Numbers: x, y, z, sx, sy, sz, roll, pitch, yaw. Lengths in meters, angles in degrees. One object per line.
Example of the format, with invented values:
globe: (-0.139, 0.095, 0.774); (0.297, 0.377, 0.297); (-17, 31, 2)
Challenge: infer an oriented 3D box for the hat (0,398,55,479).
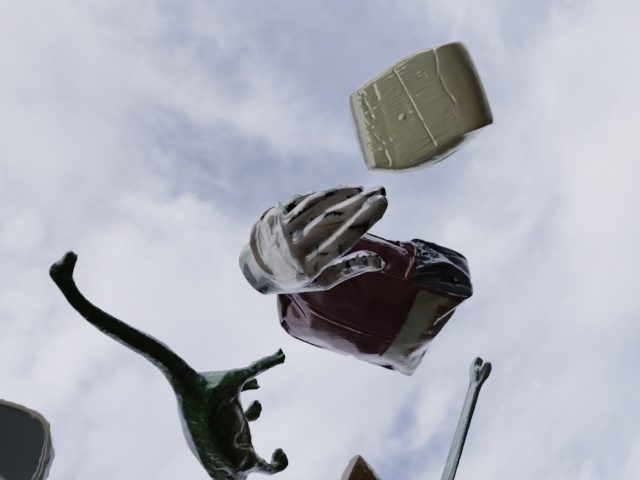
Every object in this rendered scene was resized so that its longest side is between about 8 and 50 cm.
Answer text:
hat: (-0.377, 0.235, 0.574); (0.161, 0.275, 0.232); (-39, -32, 9)

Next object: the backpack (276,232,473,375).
backpack: (0.078, 0.100, 1.148); (0.318, 0.197, 0.283); (16, -57, -11)

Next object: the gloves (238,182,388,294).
gloves: (-0.007, -0.001, 0.783); (0.111, 0.212, 0.127); (-2, -113, -42)

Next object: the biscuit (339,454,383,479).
biscuit: (0.087, 0.559, 1.178); (0.278, 0.043, 0.301); (10, -115, -48)

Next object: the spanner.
spanner: (0.248, 0.350, 1.121); (0.018, 0.071, 0.301); (24, -105, -10)

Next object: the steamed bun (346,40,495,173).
steamed bun: (0.183, -0.231, 1.150); (0.155, 0.250, 0.199); (-16, -96, -61)

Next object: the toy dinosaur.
toy dinosaur: (-0.163, 0.228, 0.754); (0.301, 0.087, 0.446); (-4, -90, -53)
